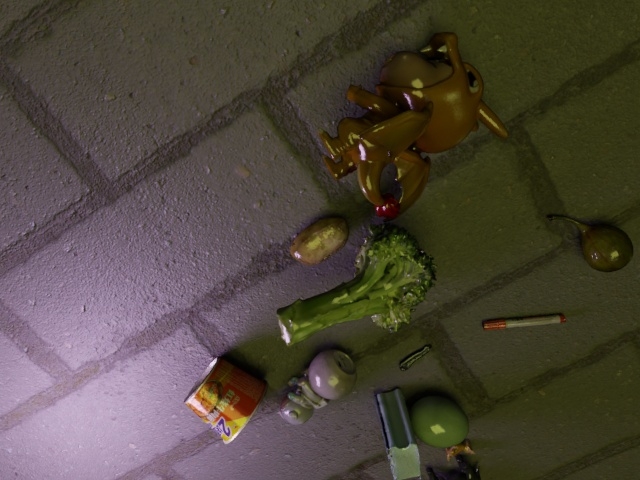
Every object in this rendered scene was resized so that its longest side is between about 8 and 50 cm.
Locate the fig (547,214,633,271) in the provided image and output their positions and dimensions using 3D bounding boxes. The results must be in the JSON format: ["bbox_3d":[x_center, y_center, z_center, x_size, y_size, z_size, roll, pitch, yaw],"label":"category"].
[{"bbox_3d":[0.717,-0.010,1.483,0.236,0.124,0.124,36,110,10],"label":"fig"}]

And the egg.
[{"bbox_3d":[0.362,0.554,1.688,0.192,0.149,0.149,23,112,-16],"label":"egg"}]

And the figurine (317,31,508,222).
[{"bbox_3d":[0.200,-0.250,1.283,0.387,0.268,0.401,-33,145,-4],"label":"figurine"}]

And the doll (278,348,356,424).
[{"bbox_3d":[-0.017,0.448,1.646,0.151,0.151,0.287,36,113,-15],"label":"doll"}]

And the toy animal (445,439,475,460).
[{"bbox_3d":[0.457,0.687,1.800,0.083,0.060,0.081,19,73,-8],"label":"toy animal"}]

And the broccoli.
[{"bbox_3d":[0.100,0.146,1.415,0.397,0.275,0.353,-48,126,0],"label":"broccoli"}]

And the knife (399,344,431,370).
[{"bbox_3d":[0.287,0.353,1.669,0.121,0.018,0.031,-37,102,14],"label":"knife"}]

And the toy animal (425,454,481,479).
[{"bbox_3d":[0.423,0.819,1.826,0.245,0.114,0.146,-22,112,9],"label":"toy animal"}]

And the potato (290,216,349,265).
[{"bbox_3d":[0.000,0.000,1.474,0.170,0.080,0.107,-40,108,10],"label":"potato"}]

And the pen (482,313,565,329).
[{"bbox_3d":[0.594,0.239,1.617,0.239,0.028,0.028,-5,114,1],"label":"pen"}]

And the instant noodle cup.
[{"bbox_3d":[-0.282,0.454,1.618,0.174,0.213,0.213,39,108,-7],"label":"instant noodle cup"}]

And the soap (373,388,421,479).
[{"bbox_3d":[0.230,0.573,1.636,0.094,0.261,0.150,-14,114,1],"label":"soap"}]
